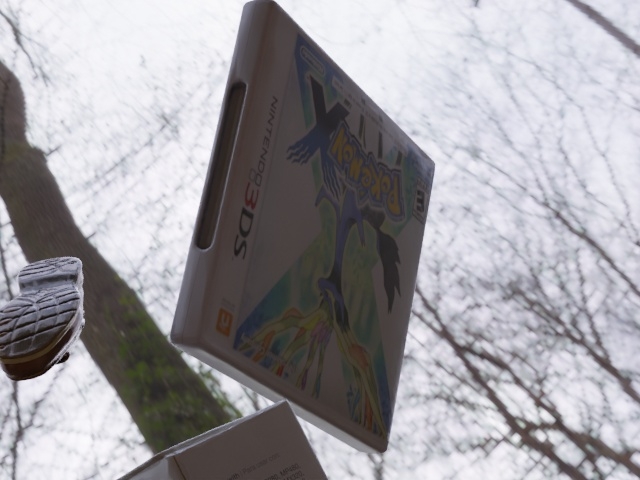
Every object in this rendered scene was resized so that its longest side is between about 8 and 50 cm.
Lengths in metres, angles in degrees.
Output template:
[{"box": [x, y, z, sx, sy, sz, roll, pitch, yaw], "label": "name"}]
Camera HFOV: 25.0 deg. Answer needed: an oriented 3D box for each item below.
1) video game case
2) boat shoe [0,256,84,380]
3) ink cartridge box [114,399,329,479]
[{"box": [0.000, 0.000, 1.261, 0.329, 0.036, 0.300, 39, -123, -53], "label": "video game case"}, {"box": [-0.208, 0.068, 1.103, 0.064, 0.178, 0.060, -8, -71, 1], "label": "boat shoe"}, {"box": [-0.031, 0.177, 0.668, 0.072, 0.127, 0.175, -22, -99, -38], "label": "ink cartridge box"}]
